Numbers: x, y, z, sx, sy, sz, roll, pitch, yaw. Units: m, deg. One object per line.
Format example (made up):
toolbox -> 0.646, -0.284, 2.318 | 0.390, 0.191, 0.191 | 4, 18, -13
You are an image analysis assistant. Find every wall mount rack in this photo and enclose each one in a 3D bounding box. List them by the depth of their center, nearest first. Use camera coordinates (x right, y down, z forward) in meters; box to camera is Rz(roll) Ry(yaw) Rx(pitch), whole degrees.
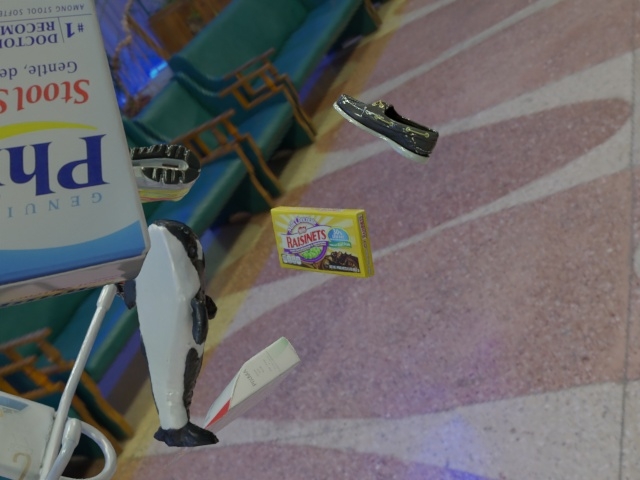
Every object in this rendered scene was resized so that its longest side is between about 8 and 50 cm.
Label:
wall mount rack -> -0.375, 0.137, 0.910 | 0.130, 0.350, 0.304 | -58, 20, 20

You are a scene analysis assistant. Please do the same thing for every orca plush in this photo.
orca plush -> -0.154, 0.110, 0.981 | 0.151, 0.287, 0.102 | -7, 6, 44

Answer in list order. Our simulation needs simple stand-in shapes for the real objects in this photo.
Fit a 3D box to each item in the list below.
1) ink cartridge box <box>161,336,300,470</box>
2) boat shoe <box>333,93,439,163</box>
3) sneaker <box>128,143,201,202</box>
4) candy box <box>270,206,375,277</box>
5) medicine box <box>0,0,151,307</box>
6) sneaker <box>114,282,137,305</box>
ink cartridge box -> -0.151, 0.255, 1.233 | 0.224, 0.056, 0.181 | -29, -14, -35
boat shoe -> 0.130, -0.235, 1.553 | 0.081, 0.227, 0.069 | -22, -38, -60
sneaker -> -0.271, -0.086, 1.065 | 0.094, 0.208, 0.082 | 121, 156, -62
candy box -> 0.000, 0.000, 1.270 | 0.027, 0.105, 0.205 | -18, 15, -40
medicine box -> -0.305, -0.086, 0.652 | 0.263, 0.289, 0.149 | -12, -9, -20
sneaker -> -0.334, 0.035, 1.268 | 0.112, 0.299, 0.121 | 163, 121, -77
